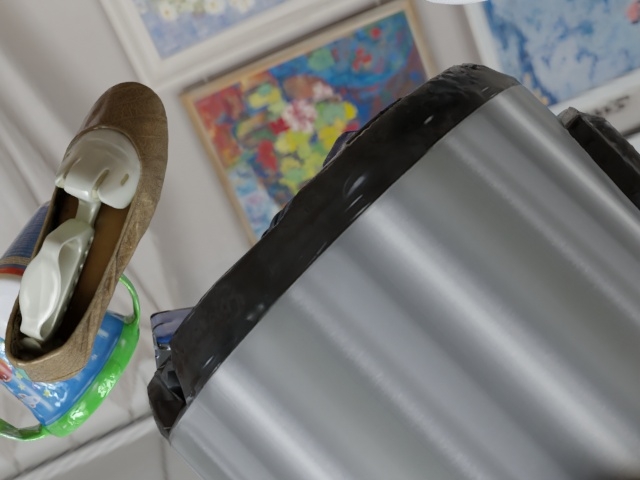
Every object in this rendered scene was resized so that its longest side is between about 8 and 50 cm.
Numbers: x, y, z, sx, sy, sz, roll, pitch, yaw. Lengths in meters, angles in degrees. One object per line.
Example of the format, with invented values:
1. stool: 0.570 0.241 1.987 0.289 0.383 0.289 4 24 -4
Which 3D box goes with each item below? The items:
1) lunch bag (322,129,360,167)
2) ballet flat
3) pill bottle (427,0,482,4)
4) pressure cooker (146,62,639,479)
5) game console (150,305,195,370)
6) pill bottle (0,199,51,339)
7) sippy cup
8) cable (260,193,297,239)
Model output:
1. lunch bag: 0.056 -0.096 1.446 0.098 0.065 0.067 2 -124 50
2. ballet flat: -0.253 -0.011 1.200 0.116 0.342 0.124 22 179 9
3. pill bottle: 0.072 -0.248 0.650 0.117 0.208 0.118 -7 -127 10
4. pressure cooker: 0.137 0.135 0.806 0.370 0.420 0.375 -37 168 -44
5. game console: -0.139 0.194 1.992 0.293 0.173 0.250 -10 -167 -11
6. pill bottle: -0.332 0.024 1.452 0.124 0.124 0.221 -7 -142 28
7. sippy cup: -0.458 0.171 1.899 0.240 0.224 0.305 -22 -147 54
8. cable: 0.000 0.000 1.653 0.184 0.150 0.047 -51 169 16
